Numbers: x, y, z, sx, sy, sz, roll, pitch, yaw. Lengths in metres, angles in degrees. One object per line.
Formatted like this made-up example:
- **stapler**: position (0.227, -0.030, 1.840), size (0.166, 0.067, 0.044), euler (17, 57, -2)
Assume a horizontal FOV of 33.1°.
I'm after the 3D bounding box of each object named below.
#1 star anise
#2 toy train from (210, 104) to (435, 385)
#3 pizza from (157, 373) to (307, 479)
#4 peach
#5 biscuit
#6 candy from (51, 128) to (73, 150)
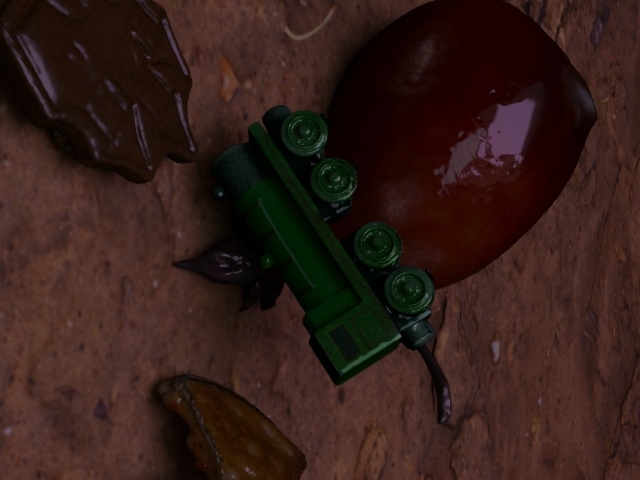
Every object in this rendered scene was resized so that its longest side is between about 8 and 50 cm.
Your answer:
- **star anise**: position (0.008, 0.049, 0.969), size (0.148, 0.227, 0.219), euler (-30, 123, -55)
- **toy train**: position (0.000, 0.000, 0.938), size (0.119, 0.085, 0.251), euler (-32, 76, -10)
- **pizza**: position (-0.062, 0.208, 0.946), size (0.184, 0.036, 0.176), euler (33, 28, -48)
- **peach**: position (0.126, -0.090, 1.158), size (0.338, 0.281, 0.281), euler (-49, 134, 3)
- **biscuit**: position (-0.164, -0.137, 0.868), size (0.215, 0.034, 0.182), euler (48, 44, -38)
- **candy**: position (-0.202, -0.112, 0.856), size (0.025, 0.023, 0.083), euler (115, -28, -81)
